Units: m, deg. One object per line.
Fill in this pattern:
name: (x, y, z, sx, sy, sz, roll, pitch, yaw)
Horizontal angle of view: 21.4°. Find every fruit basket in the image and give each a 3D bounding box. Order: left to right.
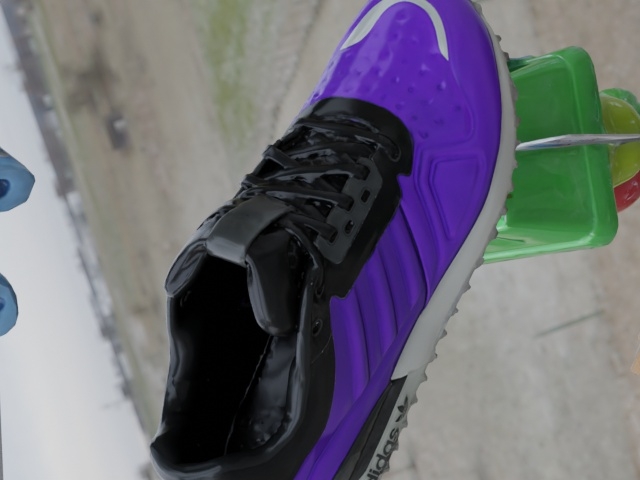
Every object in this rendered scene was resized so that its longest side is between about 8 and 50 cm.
fruit basket: (0.173, -0.078, 1.396, 0.327, 0.353, 0.165, -10, 95, 45)

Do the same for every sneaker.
sneaker: (0.001, 0.000, 0.789, 0.146, 0.102, 0.293, 30, -103, -57)

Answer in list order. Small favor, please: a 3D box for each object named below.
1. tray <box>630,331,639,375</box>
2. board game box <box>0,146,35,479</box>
tray: (0.311, -0.111, 1.032, 0.203, 0.076, 0.410, -55, -14, -54)
board game box: (-0.253, 0.177, 0.521, 0.050, 0.390, 0.389, 35, 135, 34)
